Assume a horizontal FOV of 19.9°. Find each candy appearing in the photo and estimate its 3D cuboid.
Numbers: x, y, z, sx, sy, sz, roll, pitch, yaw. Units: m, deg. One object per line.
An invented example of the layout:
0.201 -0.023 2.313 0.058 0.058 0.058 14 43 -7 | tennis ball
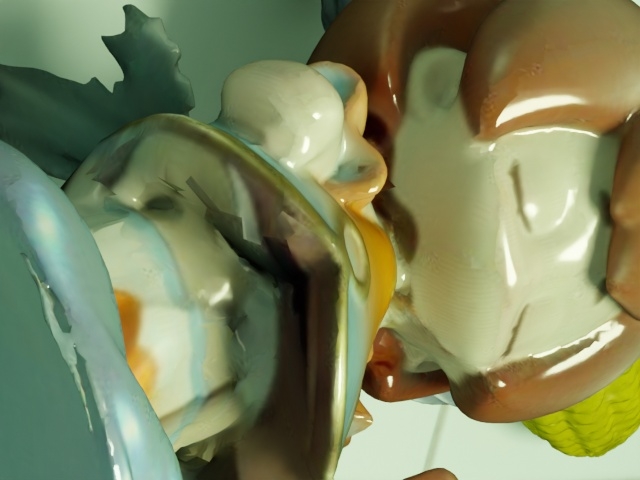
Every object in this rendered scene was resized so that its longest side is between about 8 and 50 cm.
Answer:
0.145 0.066 1.027 0.106 0.094 0.199 -63 151 -22 | candy

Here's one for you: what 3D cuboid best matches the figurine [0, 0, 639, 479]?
0.001 0.001 0.698 0.388 0.248 0.276 -21 125 -37 | figurine
